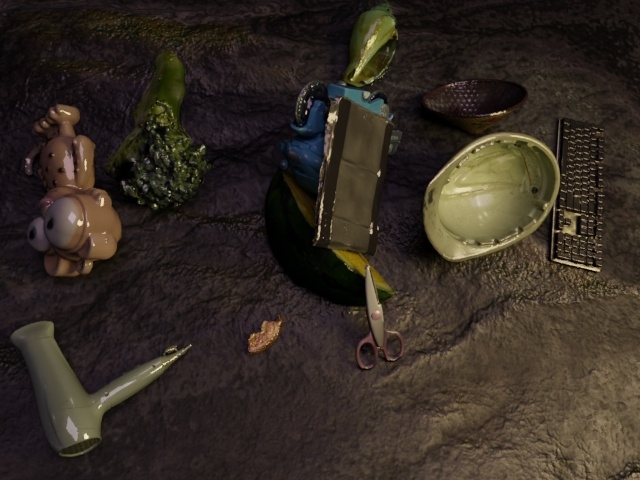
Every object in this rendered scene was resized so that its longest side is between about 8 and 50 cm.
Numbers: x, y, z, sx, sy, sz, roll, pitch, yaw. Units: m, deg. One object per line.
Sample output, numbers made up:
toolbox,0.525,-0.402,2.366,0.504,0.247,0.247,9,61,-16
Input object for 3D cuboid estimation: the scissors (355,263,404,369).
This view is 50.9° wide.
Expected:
scissors,0.086,0.121,1.062,0.086,0.022,0.176,-15,108,-13

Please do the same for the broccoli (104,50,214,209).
broccoli,-0.263,-0.203,1.142,0.146,0.165,0.303,29,44,-42

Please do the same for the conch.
conch,0.103,-0.385,1.299,0.095,0.079,0.200,15,83,-17

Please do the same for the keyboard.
keyboard,0.491,-0.094,1.267,0.106,0.027,0.316,13,66,-3

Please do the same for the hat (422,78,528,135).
hat,0.292,-0.236,1.269,0.193,0.082,0.193,-8,31,5

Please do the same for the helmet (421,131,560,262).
helmet,0.267,-0.088,1.169,0.258,0.137,0.204,-23,112,-9

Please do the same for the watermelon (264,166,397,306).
watermelon,0.000,0.000,1.114,0.301,0.123,0.129,48,47,9

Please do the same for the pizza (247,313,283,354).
pizza,-0.088,0.151,1.074,0.037,0.016,0.083,42,71,7

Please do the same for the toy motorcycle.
toy motorcycle,0.033,-0.171,1.128,0.124,0.182,0.272,27,21,32

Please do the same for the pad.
pad,0.054,-0.097,1.062,0.022,0.174,0.232,5,87,37

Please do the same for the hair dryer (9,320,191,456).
hair dryer,-0.313,0.185,1.007,0.237,0.075,0.206,-20,66,-25

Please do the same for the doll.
doll,-0.397,-0.076,1.055,0.119,0.154,0.278,6,53,-51
